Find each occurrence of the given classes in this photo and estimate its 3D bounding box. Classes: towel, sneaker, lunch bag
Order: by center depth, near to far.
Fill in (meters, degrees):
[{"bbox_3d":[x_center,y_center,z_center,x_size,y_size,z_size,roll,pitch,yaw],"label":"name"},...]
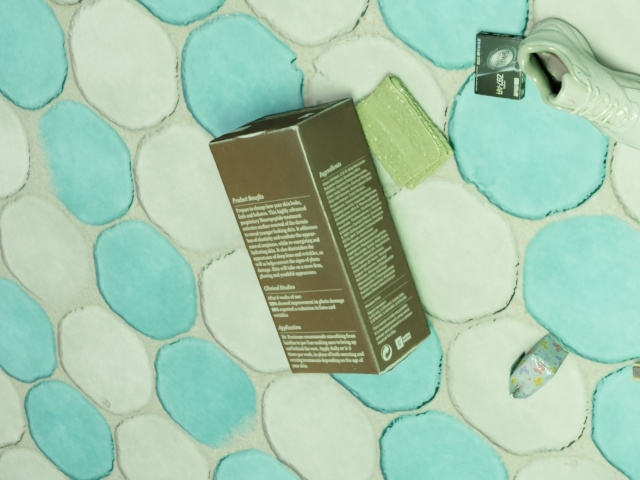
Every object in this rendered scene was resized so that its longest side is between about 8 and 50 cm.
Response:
[{"bbox_3d":[0.332,-0.175,1.480,0.232,0.115,0.090,37,127,13],"label":"sneaker"},{"bbox_3d":[0.112,-0.151,1.691,0.148,0.027,0.110,52,130,1],"label":"towel"},{"bbox_3d":[0.301,0.182,1.698,0.053,0.071,0.083,42,128,8],"label":"lunch bag"}]

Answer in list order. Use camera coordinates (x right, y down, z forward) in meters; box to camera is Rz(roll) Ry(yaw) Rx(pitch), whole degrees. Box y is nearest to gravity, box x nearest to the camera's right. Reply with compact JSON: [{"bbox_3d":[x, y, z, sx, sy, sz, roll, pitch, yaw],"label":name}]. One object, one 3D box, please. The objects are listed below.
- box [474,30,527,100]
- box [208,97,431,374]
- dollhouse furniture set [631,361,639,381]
[{"bbox_3d":[0.237,-0.230,1.577,0.067,0.018,0.083,13,118,28],"label":"box"},{"bbox_3d":[0.000,0.000,1.751,0.191,0.143,0.381,-5,111,45],"label":"box"},{"bbox_3d":[0.447,0.150,1.582,0.091,0.081,0.114,4,114,31],"label":"dollhouse furniture set"}]
